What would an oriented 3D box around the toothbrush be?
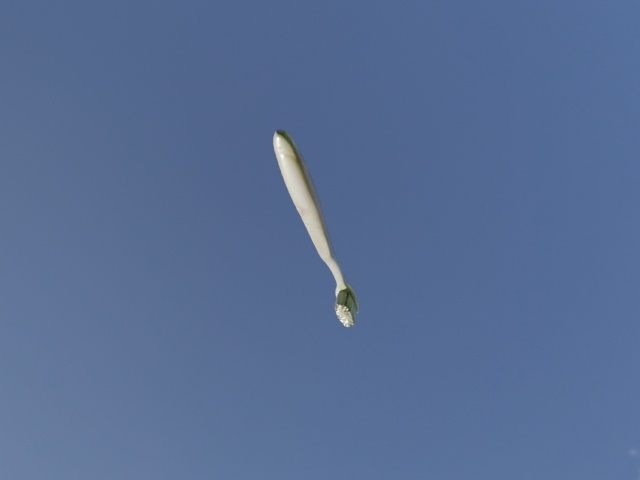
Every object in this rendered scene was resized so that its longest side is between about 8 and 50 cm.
[{"bbox_3d":[0.000,0.000,0.825,0.025,0.029,0.307,1,-35,17],"label":"toothbrush"}]
